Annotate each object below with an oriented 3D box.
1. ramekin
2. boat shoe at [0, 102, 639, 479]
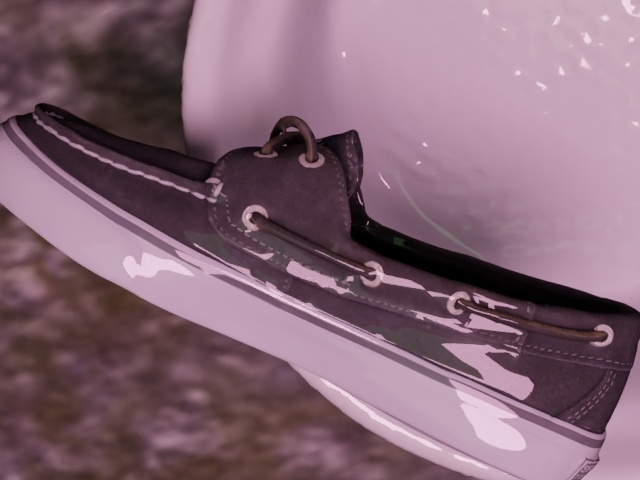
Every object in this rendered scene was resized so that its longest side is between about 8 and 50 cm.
[{"bbox_3d":[0.100,-0.055,0.504,0.277,0.135,0.277,5,113,13],"label":"ramekin"},{"bbox_3d":[0.000,0.000,0.440,0.228,0.080,0.076,28,99,6],"label":"boat shoe"}]
